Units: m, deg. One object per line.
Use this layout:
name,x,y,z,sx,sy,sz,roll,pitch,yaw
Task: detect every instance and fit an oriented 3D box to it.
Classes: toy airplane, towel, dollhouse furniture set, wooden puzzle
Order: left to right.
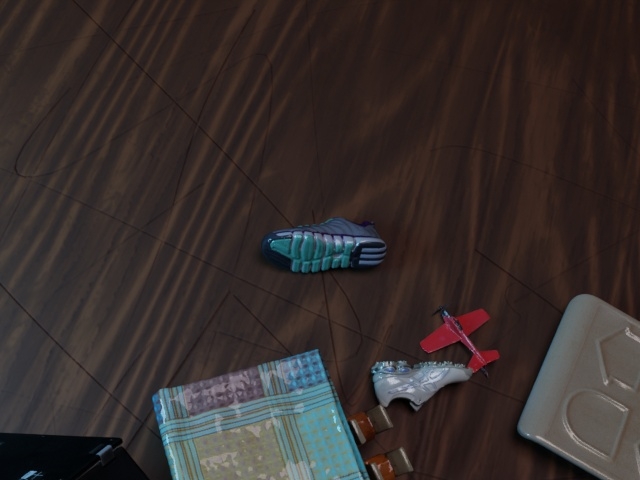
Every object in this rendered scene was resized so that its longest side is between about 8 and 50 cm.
towel,-0.067,0.345,1.557,0.272,0.040,0.370,-13,60,-13
dollhouse furniture set,-0.033,0.324,1.723,0.262,0.135,0.259,-22,80,-26
toy airplane,0.251,0.175,1.930,0.151,0.028,0.151,6,60,-11
wooden puzzle,0.543,0.297,1.922,0.348,0.080,0.322,28,56,6

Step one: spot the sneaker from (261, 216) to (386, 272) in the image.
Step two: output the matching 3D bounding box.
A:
sneaker,0.000,0.000,1.943,0.224,0.083,0.098,5,37,-17

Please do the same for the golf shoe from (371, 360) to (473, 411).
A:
golf shoe,0.172,0.245,1.856,0.176,0.069,0.085,0,80,-12

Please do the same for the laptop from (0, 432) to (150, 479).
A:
laptop,-0.387,0.438,1.426,0.408,0.236,0.382,-2,15,25
